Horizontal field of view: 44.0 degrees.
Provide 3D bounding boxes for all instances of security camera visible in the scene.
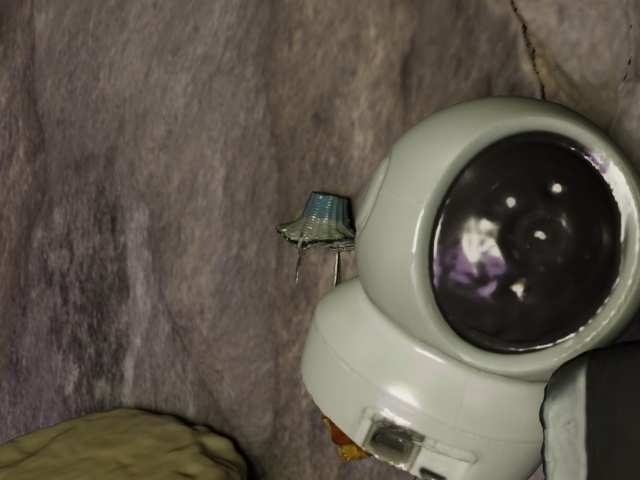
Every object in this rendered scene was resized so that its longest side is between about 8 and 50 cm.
[{"bbox_3d":[0.109,0.020,0.527,0.195,0.195,0.236,32,110,24],"label":"security camera"}]

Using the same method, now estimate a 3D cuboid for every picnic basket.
[{"bbox_3d":[0.000,0.000,0.670,0.083,0.065,0.083,11,92,27],"label":"picnic basket"}]

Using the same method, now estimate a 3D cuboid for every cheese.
[{"bbox_3d":[-0.224,0.276,0.750,0.318,0.327,0.115,-132,33,-70],"label":"cheese"}]

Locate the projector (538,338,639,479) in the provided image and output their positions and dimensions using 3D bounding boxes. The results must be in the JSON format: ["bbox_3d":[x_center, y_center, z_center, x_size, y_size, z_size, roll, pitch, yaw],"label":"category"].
[{"bbox_3d":[0.328,0.237,0.330,0.405,0.242,0.394,-8,69,34],"label":"projector"}]

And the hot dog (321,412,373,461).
[{"bbox_3d":[0.033,0.132,0.683,0.078,0.061,0.168,27,116,28],"label":"hot dog"}]
